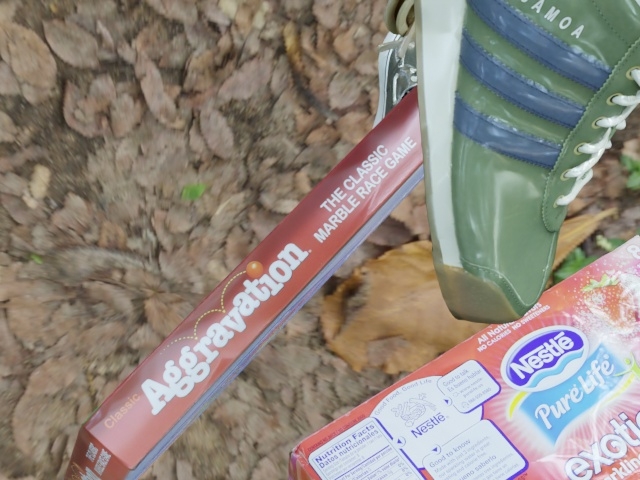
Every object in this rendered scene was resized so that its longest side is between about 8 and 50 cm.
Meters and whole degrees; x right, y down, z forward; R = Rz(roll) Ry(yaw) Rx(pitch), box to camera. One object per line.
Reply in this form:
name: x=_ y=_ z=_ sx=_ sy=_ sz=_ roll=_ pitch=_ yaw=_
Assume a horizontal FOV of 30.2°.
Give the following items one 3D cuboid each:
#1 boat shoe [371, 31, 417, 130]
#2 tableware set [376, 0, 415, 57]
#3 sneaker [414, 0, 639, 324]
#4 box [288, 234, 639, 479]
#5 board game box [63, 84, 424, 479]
boat shoe: x=0.119 y=-0.189 z=1.554 sx=0.077 sy=0.070 sz=0.219 roll=18 pitch=73 yaw=-34
tableware set: x=0.156 y=-0.273 z=1.342 sx=0.194 sy=0.128 sz=0.039 roll=-23 pitch=56 yaw=-30
sneaker: x=0.077 y=-0.054 z=0.351 sx=0.086 sy=0.064 sz=0.192 roll=5 pitch=121 yaw=20
box: x=0.119 y=0.126 z=0.666 sx=0.256 sy=0.123 sz=0.128 roll=-29 pitch=60 yaw=-22
board game box: x=0.000 y=0.000 z=0.515 sx=0.027 sy=0.145 sz=0.281 roll=42 pitch=66 yaw=4
